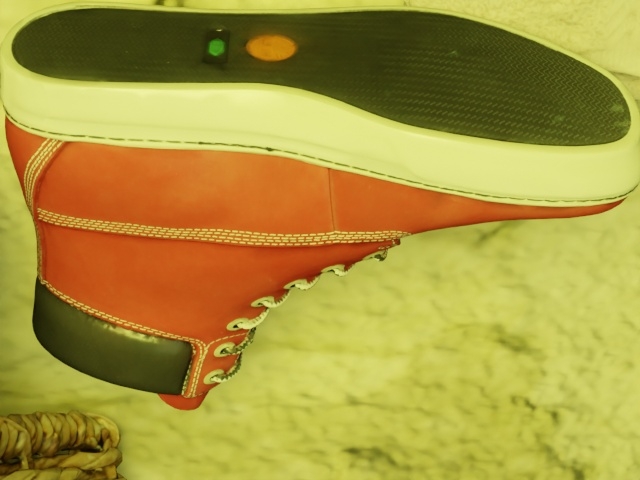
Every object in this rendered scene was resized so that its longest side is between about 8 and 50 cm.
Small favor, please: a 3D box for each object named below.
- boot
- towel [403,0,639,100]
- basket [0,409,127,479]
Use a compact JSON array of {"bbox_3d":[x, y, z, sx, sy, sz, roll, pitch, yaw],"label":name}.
[{"bbox_3d":[0.000,0.000,0.620,0.244,0.088,0.176,5,128,5],"label":"boot"},{"bbox_3d":[0.118,-0.170,0.550,0.187,0.049,0.282,2,127,10],"label":"towel"},{"bbox_3d":[-0.214,0.211,0.628,0.213,0.223,0.299,-27,167,32],"label":"basket"}]
